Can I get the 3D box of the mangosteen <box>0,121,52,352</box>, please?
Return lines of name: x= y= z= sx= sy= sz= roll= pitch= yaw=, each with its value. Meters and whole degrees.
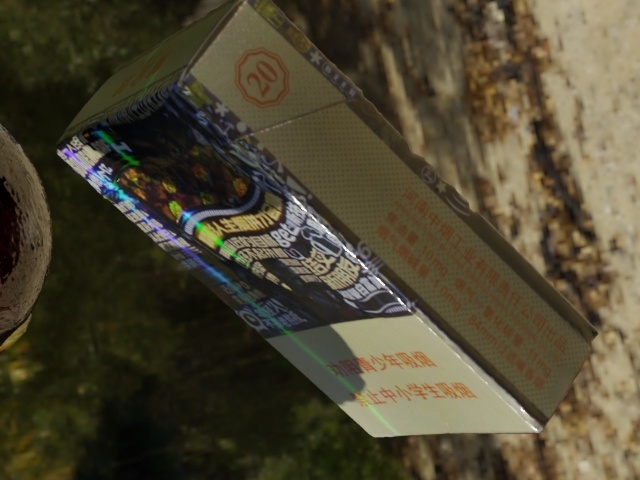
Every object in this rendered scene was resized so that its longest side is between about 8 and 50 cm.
mangosteen: x=-0.287 y=0.022 z=0.970 sx=0.228 sy=0.228 sz=0.265 roll=-100 pitch=-1 yaw=-57

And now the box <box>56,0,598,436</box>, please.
box: x=0.000 y=0.000 z=0.894 sx=0.310 sy=0.084 sz=0.198 roll=44 pitch=154 yaw=-18
